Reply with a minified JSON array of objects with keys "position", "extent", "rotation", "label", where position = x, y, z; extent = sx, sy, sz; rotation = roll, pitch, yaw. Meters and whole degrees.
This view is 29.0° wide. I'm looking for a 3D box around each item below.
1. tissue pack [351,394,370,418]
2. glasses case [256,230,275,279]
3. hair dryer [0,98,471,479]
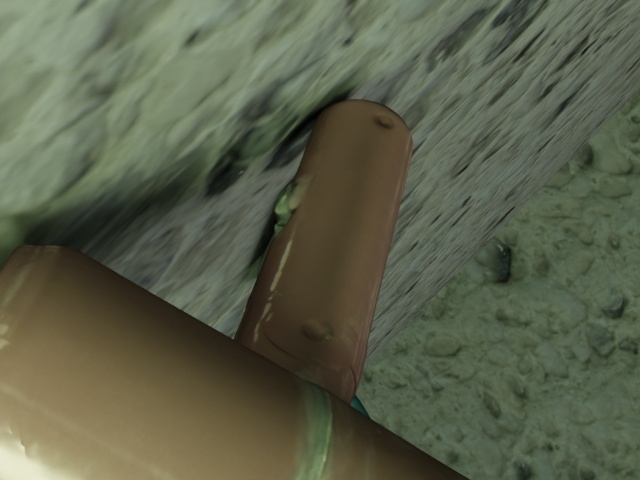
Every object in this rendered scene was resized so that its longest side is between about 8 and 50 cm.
[{"position":[-0.073,0.242,1.134],"extent":[0.287,0.206,0.198],"rotation":[-49,171,37],"label":"tissue pack"},{"position":[0.000,0.000,0.826],"extent":[0.074,0.049,0.193],"rotation":[-40,169,-24],"label":"glasses case"},{"position":[-0.028,0.030,0.554],"extent":[0.125,0.210,0.352],"rotation":[-49,-165,38],"label":"hair dryer"}]
